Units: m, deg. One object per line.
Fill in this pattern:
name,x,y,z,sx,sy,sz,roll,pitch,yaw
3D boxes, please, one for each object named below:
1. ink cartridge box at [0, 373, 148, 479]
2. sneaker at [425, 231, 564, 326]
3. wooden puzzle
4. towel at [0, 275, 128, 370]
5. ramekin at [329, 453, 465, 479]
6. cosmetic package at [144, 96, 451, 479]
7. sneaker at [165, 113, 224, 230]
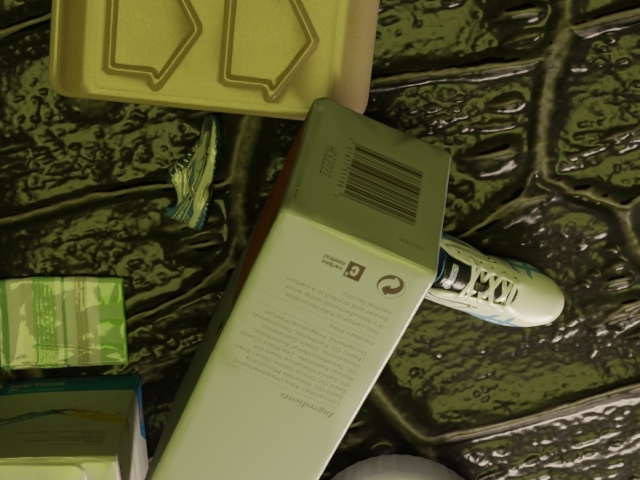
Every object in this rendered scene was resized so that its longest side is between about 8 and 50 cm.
ink cartridge box,-0.291,0.274,1.625,0.168,0.233,0.171,-2,106,0
sneaker,0.167,0.046,1.638,0.237,0.086,0.085,20,104,-8
wooden puzzle,-0.106,-0.300,1.542,0.347,0.080,0.322,4,107,-6
towel,-0.303,0.097,1.682,0.152,0.023,0.113,-2,107,0
ramekin,0.093,0.379,1.714,0.272,0.127,0.273,0,107,0
cosmetic package,-0.033,0.106,1.513,0.161,0.230,0.453,23,123,-6
sneaker,-0.145,-0.079,1.617,0.058,0.052,0.135,13,106,0
